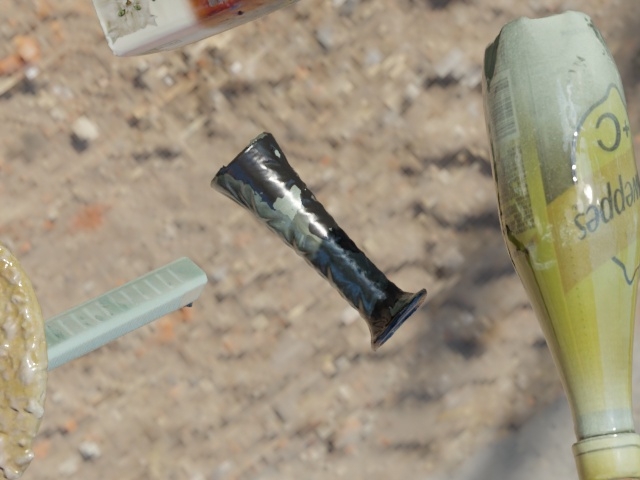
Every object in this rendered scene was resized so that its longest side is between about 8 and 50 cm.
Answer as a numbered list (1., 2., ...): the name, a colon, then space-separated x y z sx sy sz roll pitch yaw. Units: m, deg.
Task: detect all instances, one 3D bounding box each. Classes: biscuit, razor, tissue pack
1. biscuit: -0.143 0.043 0.634 0.120 0.120 0.015 -53 159 17
2. razor: -0.171 0.068 1.207 0.278 0.111 0.056 -32 155 -47
3. tissue pack: -0.088 -0.207 1.387 0.148 0.099 0.106 -16 -174 34

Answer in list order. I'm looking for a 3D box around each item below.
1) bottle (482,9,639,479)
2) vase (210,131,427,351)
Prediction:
1. bottle: 0.146 0.005 1.036 0.083 0.270 0.083 -7 166 -2
2. vase: 0.000 0.000 1.292 0.059 0.167 0.059 -44 174 -6
